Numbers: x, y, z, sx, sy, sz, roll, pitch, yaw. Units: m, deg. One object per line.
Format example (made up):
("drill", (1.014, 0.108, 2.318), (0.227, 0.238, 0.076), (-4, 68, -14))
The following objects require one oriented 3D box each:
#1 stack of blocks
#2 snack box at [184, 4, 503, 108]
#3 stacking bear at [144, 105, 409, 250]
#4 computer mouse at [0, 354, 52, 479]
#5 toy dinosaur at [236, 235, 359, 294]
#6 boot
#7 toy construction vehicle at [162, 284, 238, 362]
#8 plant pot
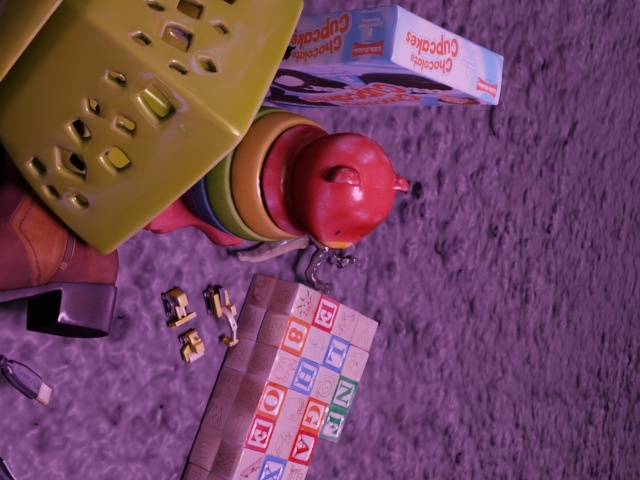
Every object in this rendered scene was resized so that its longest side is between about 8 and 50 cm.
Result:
("stack of blocks", (-0.050, 0.214, 1.184), (0.171, 0.087, 0.297), (30, 75, -45))
("snack box", (0.016, -0.194, 1.011), (0.187, 0.322, 0.060), (9, 88, -46))
("stacking bear", (-0.043, -0.064, 0.996), (0.175, 0.289, 0.164), (12, 88, -46))
("computer mouse", (-0.329, 0.221, 0.904), (0.184, 0.060, 0.262), (-49, 130, -20))
("toy dinosaur", (0.000, 0.000, 1.224), (0.268, 0.064, 0.118), (-36, 115, -34))
("boot", (-0.285, -0.068, 0.840), (0.264, 0.096, 0.280), (17, 66, -43))
("toy construction vehicle", (-0.142, 0.096, 1.106), (0.086, 0.035, 0.098), (-26, 115, -41))
("plant pot", (-0.179, -0.164, 0.811), (0.207, 0.227, 0.228), (39, 41, -19))
